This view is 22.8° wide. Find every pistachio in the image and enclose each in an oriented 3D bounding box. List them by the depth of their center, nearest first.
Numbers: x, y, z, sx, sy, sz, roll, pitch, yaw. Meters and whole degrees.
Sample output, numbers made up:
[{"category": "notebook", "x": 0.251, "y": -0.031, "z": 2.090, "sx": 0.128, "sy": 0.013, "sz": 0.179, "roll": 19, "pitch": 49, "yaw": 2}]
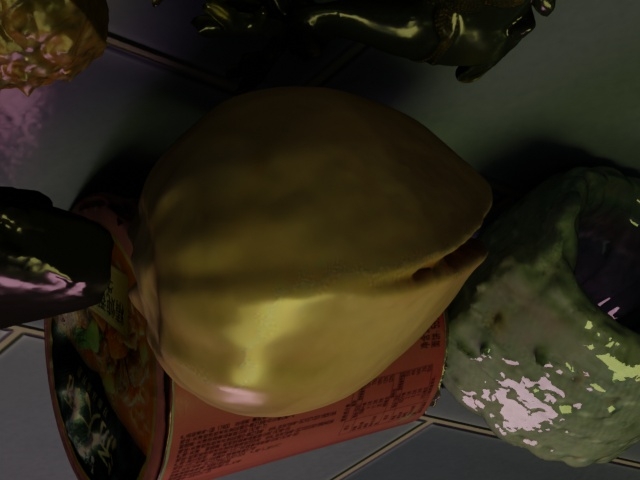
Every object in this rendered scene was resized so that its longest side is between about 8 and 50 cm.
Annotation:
[{"category": "pistachio", "x": 0.000, "y": 0.000, "z": 0.975, "sx": 0.214, "sy": 0.193, "sz": 0.318, "roll": 5, "pitch": -166, "yaw": 31}]

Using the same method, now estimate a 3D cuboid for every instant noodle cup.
[{"category": "instant noodle cup", "x": -0.052, "y": 0.072, "z": 1.186, "sx": 0.255, "sy": 0.244, "sz": 0.244, "roll": -6, "pitch": 150, "yaw": -30}]

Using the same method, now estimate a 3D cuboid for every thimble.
[{"category": "thimble", "x": 0.209, "y": 0.057, "z": 1.247, "sx": 0.250, "sy": 0.205, "sz": 0.172, "roll": 10, "pitch": 139, "yaw": -39}]

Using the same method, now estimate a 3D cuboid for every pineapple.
[{"category": "pineapple", "x": -0.245, "y": -0.124, "z": 0.862, "sx": 0.248, "sy": 0.128, "sz": 0.128, "roll": -11, "pitch": 150, "yaw": 5}]

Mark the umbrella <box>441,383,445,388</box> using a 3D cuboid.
[{"category": "umbrella", "x": 0.201, "y": 0.069, "z": 1.412, "sx": 0.224, "sy": 0.080, "sz": 0.071, "roll": -16, "pitch": 114, "yaw": -4}]

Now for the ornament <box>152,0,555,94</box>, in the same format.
[{"category": "ornament", "x": 0.026, "y": -0.160, "z": 0.942, "sx": 0.236, "sy": 0.080, "sz": 0.202, "roll": -1, "pitch": 151, "yaw": -20}]

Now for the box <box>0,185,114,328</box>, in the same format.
[{"category": "box", "x": -0.351, "y": 0.007, "z": 0.973, "sx": 0.350, "sy": 0.091, "sz": 0.359, "roll": 14, "pitch": 162, "yaw": -41}]
